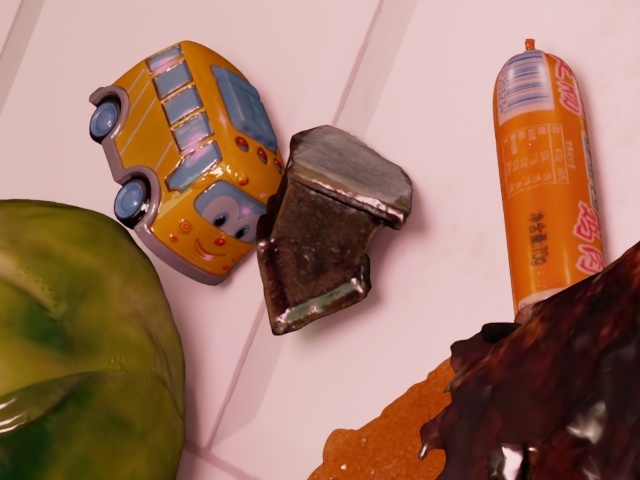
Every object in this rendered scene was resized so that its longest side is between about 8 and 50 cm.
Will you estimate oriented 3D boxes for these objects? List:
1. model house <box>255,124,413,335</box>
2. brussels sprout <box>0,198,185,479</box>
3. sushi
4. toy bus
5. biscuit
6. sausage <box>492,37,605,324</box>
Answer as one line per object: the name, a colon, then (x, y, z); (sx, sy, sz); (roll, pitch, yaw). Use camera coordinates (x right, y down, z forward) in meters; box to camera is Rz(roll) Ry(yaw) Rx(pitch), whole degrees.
model house: (0.000, -0.003, 1.603); (0.165, 0.106, 0.152); (-77, 9, -71)
brussels sprout: (-0.290, 0.164, 1.640); (0.361, 0.342, 0.425); (6, 80, 54)
sushi: (0.239, 0.136, 1.133); (0.294, 0.281, 0.299); (-34, 36, 34)
toy bus: (-0.108, -0.075, 1.721); (0.136, 0.126, 0.209); (-38, 48, 19)
biscuit: (0.054, 0.194, 1.430); (0.183, 0.043, 0.280); (15, 66, 51)
sausage: (0.167, -0.049, 1.447); (0.071, 0.071, 0.234); (-26, 57, 39)
